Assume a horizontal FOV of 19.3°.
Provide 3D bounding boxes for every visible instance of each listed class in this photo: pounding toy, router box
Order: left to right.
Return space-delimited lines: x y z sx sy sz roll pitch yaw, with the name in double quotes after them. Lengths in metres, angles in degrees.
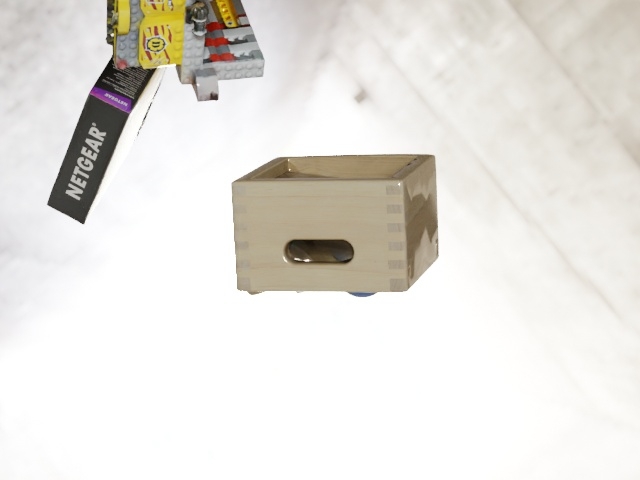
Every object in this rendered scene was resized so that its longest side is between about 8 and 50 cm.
-0.192 -0.117 1.753 0.133 0.046 0.179 -64 -177 -39 "router box"
0.000 0.000 1.219 0.141 0.100 0.130 0 -169 15 "pounding toy"

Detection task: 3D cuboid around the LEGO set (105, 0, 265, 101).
-0.130 -0.208 0.980 0.255 0.192 0.331 -1 133 -21 "LEGO set"
